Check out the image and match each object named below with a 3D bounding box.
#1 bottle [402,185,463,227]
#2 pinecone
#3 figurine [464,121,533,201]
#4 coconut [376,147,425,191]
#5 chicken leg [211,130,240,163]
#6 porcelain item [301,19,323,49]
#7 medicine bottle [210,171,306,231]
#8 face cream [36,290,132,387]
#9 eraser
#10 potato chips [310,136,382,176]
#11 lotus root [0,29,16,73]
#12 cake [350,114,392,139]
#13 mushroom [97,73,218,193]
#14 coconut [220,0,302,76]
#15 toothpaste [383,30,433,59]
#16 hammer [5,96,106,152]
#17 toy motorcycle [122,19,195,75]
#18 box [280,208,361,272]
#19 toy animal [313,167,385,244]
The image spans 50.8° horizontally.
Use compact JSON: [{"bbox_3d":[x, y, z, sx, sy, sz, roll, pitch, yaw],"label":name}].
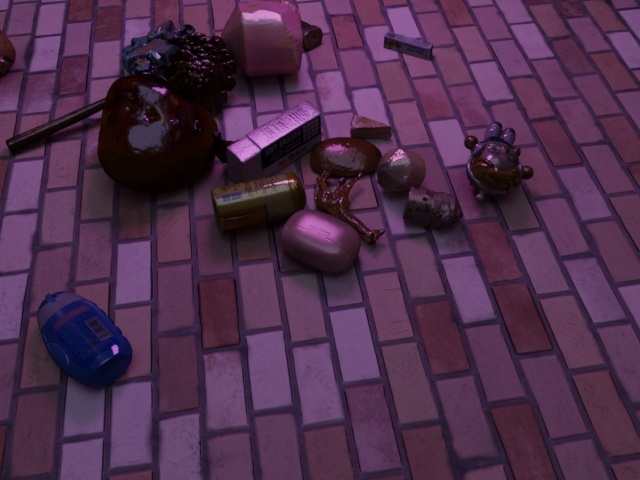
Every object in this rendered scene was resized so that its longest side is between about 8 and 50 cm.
[{"bbox_3d":[0.292,-0.081,1.729,0.152,0.099,0.099,14,53,7],"label":"bottle"},{"bbox_3d":[-0.355,-0.503,2.006,0.229,0.202,0.201,-47,43,11],"label":"pinecone"},{"bbox_3d":[0.464,-0.227,1.827,0.193,0.133,0.274,14,43,-18],"label":"figurine"},{"bbox_3d":[0.209,-0.185,1.787,0.122,0.116,0.116,1,42,-43],"label":"coconut"},{"bbox_3d":[-0.247,-0.252,1.819,0.053,0.093,0.205,49,22,9],"label":"chicken leg"},{"bbox_3d":[-0.086,-0.718,2.260,0.081,0.069,0.215,-36,54,-19],"label":"porcelain item"},{"bbox_3d":[-0.155,-0.098,1.727,0.238,0.124,0.124,-11,52,-8],"label":"medicine bottle"},{"bbox_3d":[-0.540,0.210,1.507,0.149,0.083,0.264,-36,60,-26],"label":"face cream"},{"bbox_3d":[-0.126,-0.262,1.854,0.287,0.130,0.086,-35,63,-26],"label":"eraser"},{"bbox_3d":[0.073,-0.242,1.886,0.201,0.049,0.150,7,57,-2],"label":"potato chips"},{"bbox_3d":[-1.077,-0.619,2.135,0.160,0.146,0.284,-25,60,-42],"label":"lotus root"},{"bbox_3d":[0.147,-0.326,1.948,0.121,0.052,0.065,2,49,3],"label":"cake"},{"bbox_3d":[-0.446,-0.285,1.849,0.345,0.259,0.346,4,74,-14],"label":"mushroom"},{"bbox_3d":[-0.183,-0.621,2.071,0.245,0.233,0.233,-1,51,-7],"label":"coconut"},{"bbox_3d":[0.285,-0.636,2.197,0.164,0.046,0.034,21,53,16],"label":"toothpaste"},{"bbox_3d":[-0.698,-0.369,1.956,0.439,0.044,0.168,-28,14,-12],"label":"hammer"},{"bbox_3d":[-0.530,-0.604,2.153,0.198,0.109,0.296,19,56,27],"label":"toy motorcycle"},{"bbox_3d":[0.000,0.000,1.667,0.200,0.088,0.146,22,56,18],"label":"box"},{"bbox_3d":[0.065,-0.090,1.761,0.149,0.054,0.276,-10,49,-11],"label":"toy animal"}]
